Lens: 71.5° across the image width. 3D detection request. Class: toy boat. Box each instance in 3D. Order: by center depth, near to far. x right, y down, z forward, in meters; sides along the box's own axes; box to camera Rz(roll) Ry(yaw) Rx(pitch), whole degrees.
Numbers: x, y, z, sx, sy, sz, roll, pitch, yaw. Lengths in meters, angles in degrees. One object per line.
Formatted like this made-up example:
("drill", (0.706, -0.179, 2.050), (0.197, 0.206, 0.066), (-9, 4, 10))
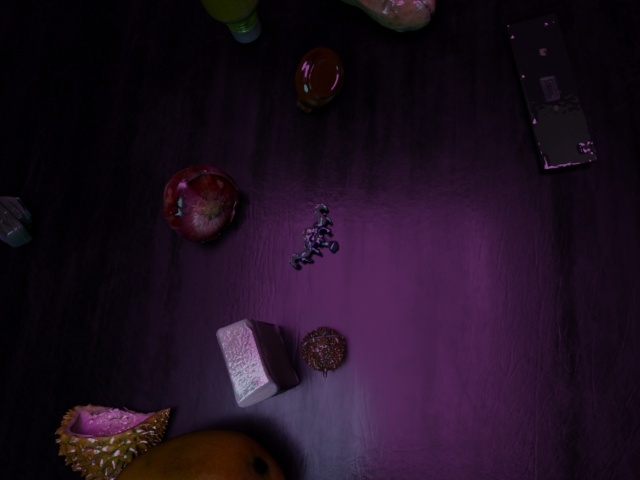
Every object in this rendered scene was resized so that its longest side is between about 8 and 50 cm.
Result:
("toy boat", (-0.709, -0.088, 0.951), (0.260, 0.078, 0.085), (38, 61, 14))

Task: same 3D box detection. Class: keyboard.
("keyboard", (0.439, -0.284, 0.846), (0.106, 0.027, 0.317), (-9, 75, 10))

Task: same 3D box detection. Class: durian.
("durian", (0.004, 0.192, 0.768), (0.080, 0.080, 0.091), (-4, 55, 8))
("durian", (-0.377, 0.352, 0.785), (0.182, 0.165, 0.132), (20, 37, -9))

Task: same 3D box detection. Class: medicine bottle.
("medicine bottle", (-0.180, -0.496, 0.895), (0.122, 0.212, 0.121), (-2, 76, 8))

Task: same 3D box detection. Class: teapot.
("teapot", (-0.008, -0.326, 0.904), (0.098, 0.078, 0.129), (20, 95, -27))

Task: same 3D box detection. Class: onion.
("onion", (-0.243, -0.080, 0.863), (0.140, 0.150, 0.150), (27, 80, 45))

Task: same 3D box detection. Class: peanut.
("peanut", (0.106, -0.528, 0.907), (0.290, 0.130, 0.130), (37, 84, 9))

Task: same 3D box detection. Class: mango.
("mango", (-0.205, 0.416, 0.700), (0.317, 0.173, 0.211), (-21, 95, 13))

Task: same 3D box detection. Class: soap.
("soap", (-0.096, 0.197, 0.728), (0.064, 0.183, 0.121), (-24, 73, 3))

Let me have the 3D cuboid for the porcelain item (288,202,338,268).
("porcelain item", (0.000, 0.000, 0.846), (0.075, 0.021, 0.136), (24, 81, 9))
